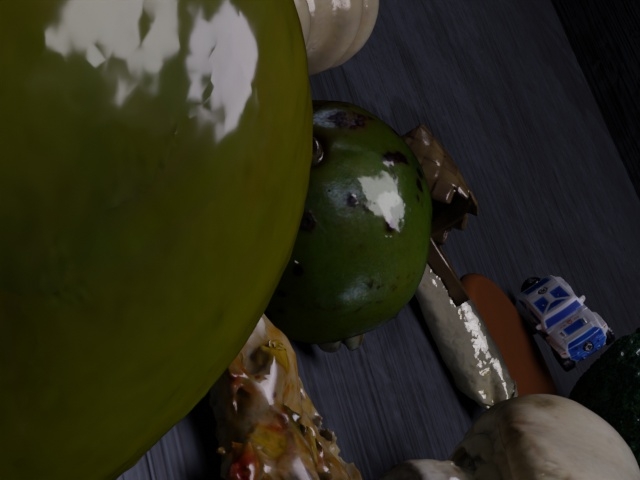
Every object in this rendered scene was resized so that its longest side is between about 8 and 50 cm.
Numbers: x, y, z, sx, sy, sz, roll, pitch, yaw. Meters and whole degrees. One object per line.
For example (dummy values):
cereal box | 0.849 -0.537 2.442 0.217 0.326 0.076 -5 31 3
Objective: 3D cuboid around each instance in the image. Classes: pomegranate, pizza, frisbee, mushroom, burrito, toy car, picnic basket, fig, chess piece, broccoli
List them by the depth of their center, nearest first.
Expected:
fig | -0.165 -0.027 0.495 0.343 0.343 0.343 48 25 -31
pizza | -0.019 0.162 0.913 0.189 0.071 0.297 22 44 -58
pomegranate | 0.000 0.000 1.037 0.248 0.202 0.202 85 -4 -52
mushroom | 0.155 0.250 1.064 0.260 0.234 0.254 136 -36 -74
chess piece | -0.065 -0.205 1.171 0.167 0.167 0.299 59 27 -8
picnic basket | 0.099 -0.011 1.299 0.178 0.138 0.128 63 10 17
burrito | 0.137 0.067 1.410 0.275 0.059 0.082 62 14 -1
frisbee | 0.245 0.152 1.606 0.251 0.021 0.251 48 24 -30
broccoli | 0.457 0.250 1.612 0.297 0.297 0.297 18 90 -74
toy car | 0.319 0.100 1.698 0.070 0.080 0.170 57 -1 -31
